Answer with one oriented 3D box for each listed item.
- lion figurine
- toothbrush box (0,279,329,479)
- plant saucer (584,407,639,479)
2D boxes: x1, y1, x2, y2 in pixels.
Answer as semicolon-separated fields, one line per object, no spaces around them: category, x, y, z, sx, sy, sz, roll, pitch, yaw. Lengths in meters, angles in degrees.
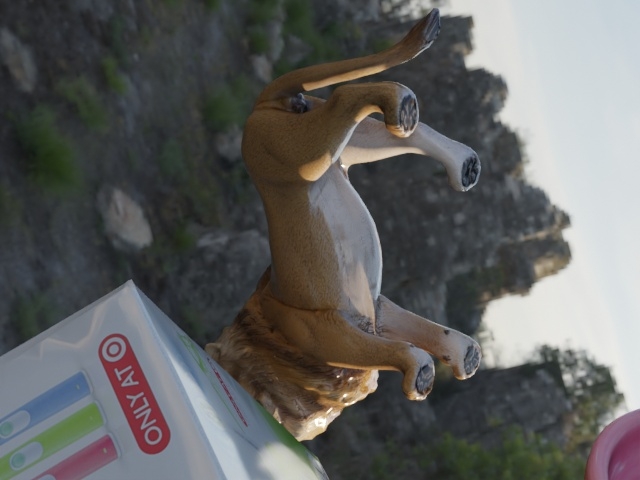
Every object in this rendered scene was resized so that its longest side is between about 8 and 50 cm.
lion figurine;0.000;0.000;0.914;0.142;0.240;0.392;-21;118;-48
toothbrush box;-0.037;0.173;0.463;0.206;0.122;0.283;59;1;28
plant saucer;0.423;0.299;1.129;0.332;0.332;0.084;-94;-167;-59
